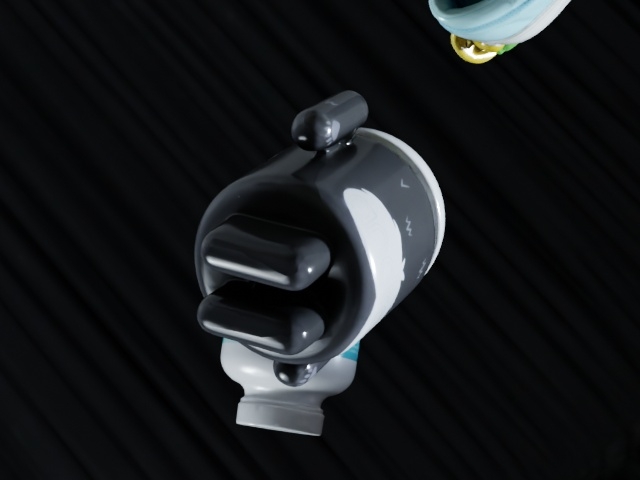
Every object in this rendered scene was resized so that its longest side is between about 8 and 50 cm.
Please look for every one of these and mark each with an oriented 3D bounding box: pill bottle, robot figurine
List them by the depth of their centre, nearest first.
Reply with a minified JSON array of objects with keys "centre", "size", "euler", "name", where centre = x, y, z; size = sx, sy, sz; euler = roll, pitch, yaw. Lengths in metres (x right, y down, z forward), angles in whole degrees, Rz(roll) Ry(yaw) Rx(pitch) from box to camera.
[{"centre":[-0.002,0.001,1.246],"size":[0.209,0.173,0.278],"euler":[-43,177,32],"name":"robot figurine"},{"centre":[-0.026,0.071,1.539],"size":[0.146,0.146,0.264],"euler":[41,55,-73],"name":"pill bottle"}]

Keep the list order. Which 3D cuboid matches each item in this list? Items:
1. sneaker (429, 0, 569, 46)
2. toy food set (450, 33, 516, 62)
[{"centre":[0.235,-0.332,1.369],"size":[0.150,0.135,0.366],"euler":[-12,140,-56],"name":"sneaker"},{"centre":[0.252,-0.322,1.859],"size":[0.218,0.071,0.128],"euler":[-54,131,-22],"name":"toy food set"}]
